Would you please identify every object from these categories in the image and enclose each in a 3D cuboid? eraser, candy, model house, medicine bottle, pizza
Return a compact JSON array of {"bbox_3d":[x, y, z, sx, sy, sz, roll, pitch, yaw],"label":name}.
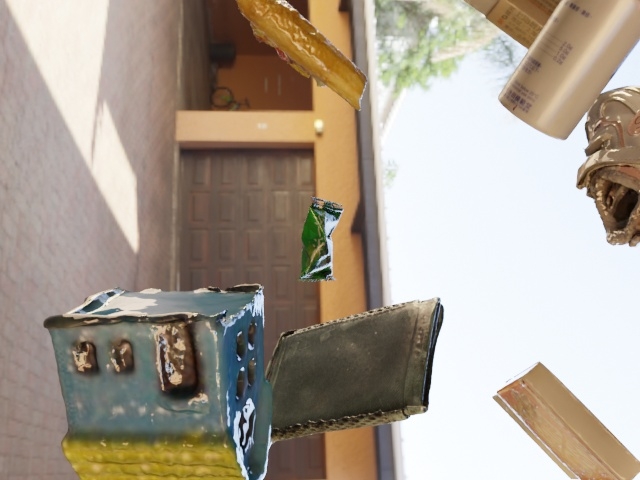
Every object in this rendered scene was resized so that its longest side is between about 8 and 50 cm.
[{"bbox_3d":[0.464,-0.457,1.435,0.144,0.343,0.078,-56,-177,-25],"label":"eraser"},{"bbox_3d":[0.299,0.234,0.883,0.157,0.038,0.230,46,-9,16],"label":"eraser"},{"bbox_3d":[-0.004,-0.001,1.698,0.141,0.078,0.203,0,100,-70],"label":"candy"},{"bbox_3d":[-0.198,0.210,0.917,0.215,0.237,0.303,-51,138,-74],"label":"model house"},{"bbox_3d":[0.409,-0.322,1.027,0.341,0.130,0.130,-60,-160,25],"label":"medicine bottle"},{"bbox_3d":[-0.035,-0.320,1.167,0.075,0.280,0.288,-49,-173,7],"label":"pizza"}]

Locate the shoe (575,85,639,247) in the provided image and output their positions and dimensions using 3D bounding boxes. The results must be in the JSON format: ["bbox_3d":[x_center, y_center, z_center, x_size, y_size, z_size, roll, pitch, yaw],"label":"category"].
[{"bbox_3d":[0.570,-0.141,1.283,0.172,0.198,0.351,105,-29,-50],"label":"shoe"}]

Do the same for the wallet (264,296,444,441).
[{"bbox_3d":[0.047,0.226,1.189,0.075,0.342,0.237,53,36,-28],"label":"wallet"}]

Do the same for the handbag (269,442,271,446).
[{"bbox_3d":[-0.147,0.395,1.346,0.256,0.079,0.219,-53,179,42],"label":"handbag"}]
